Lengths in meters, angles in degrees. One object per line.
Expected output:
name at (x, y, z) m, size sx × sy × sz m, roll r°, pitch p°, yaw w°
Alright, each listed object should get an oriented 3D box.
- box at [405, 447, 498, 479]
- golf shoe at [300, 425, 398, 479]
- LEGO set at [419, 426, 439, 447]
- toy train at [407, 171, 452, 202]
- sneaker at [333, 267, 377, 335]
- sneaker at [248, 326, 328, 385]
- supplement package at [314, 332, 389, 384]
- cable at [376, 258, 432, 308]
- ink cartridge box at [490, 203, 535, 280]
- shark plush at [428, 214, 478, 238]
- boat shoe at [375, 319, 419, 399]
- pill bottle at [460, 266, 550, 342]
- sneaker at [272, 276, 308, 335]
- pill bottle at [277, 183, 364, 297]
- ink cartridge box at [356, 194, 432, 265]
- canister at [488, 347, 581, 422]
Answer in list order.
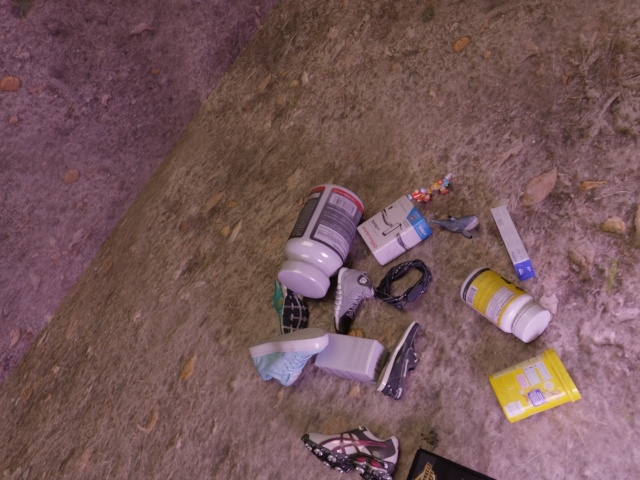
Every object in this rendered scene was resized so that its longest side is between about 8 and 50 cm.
box at (0.274, 0.634, 1.020) m, size 0.293 × 0.073 × 0.295 m, roll -10°, pitch 48°, yaw 60°
golf shoe at (0.079, 0.556, 1.284) m, size 0.273 × 0.105 × 0.120 m, roll 7°, pitch 46°, yaw 31°
LEGO set at (0.277, 0.515, 1.222) m, size 0.083 × 0.023 × 0.054 m, roll -51°, pitch 41°, yaw 9°
toy train at (0.374, -0.165, 1.614) m, size 0.166 × 0.125 × 0.046 m, roll -27°, pitch 83°, yaw 3°
sneaker at (0.116, 0.195, 1.533) m, size 0.132 × 0.086 × 0.228 m, roll 0°, pitch 70°, yaw 13°
sneaker at (-0.082, 0.361, 1.467) m, size 0.366 × 0.135 × 0.150 m, roll -26°, pitch 83°, yaw 51°
supplement package at (0.093, 0.347, 1.412) m, size 0.180 × 0.105 × 0.105 m, roll 2°, pitch 60°, yaw 35°
cable at (0.262, 0.132, 1.506) m, size 0.151 × 0.047 × 0.184 m, roll 15°, pitch 58°, yaw 49°
ink cartridge box at (0.547, 0.004, 1.369) m, size 0.046 × 0.097 × 0.207 m, roll -22°, pitch 47°, yaw 19°
shark plush at (0.426, -0.066, 1.526) m, size 0.161 × 0.067 × 0.073 m, roll 18°, pitch 69°, yaw 42°
boat shoe at (0.235, 0.336, 1.361) m, size 0.079 × 0.084 × 0.233 m, roll 28°, pitch 63°, yaw 5°
pill bottle at (0.486, 0.168, 1.270) m, size 0.119 × 0.119 × 0.208 m, roll -45°, pitch 45°, yaw -3°
sneaker at (-0.113, 0.227, 1.671) m, size 0.110 × 0.107 × 0.275 m, roll -42°, pitch 38°, yaw 36°
pill bottle at (0.000, 0.000, 1.654) m, size 0.210 × 0.210 × 0.362 m, roll 2°, pitch 56°, yaw 36°
ink cartridge box at (0.245, -0.034, 1.613) m, size 0.203 × 0.086 × 0.148 m, roll -35°, pitch 44°, yaw 6°
canister at (0.508, 0.349, 1.150) m, size 0.170 × 0.073 × 0.126 m, roll -28°, pitch 46°, yaw 15°
